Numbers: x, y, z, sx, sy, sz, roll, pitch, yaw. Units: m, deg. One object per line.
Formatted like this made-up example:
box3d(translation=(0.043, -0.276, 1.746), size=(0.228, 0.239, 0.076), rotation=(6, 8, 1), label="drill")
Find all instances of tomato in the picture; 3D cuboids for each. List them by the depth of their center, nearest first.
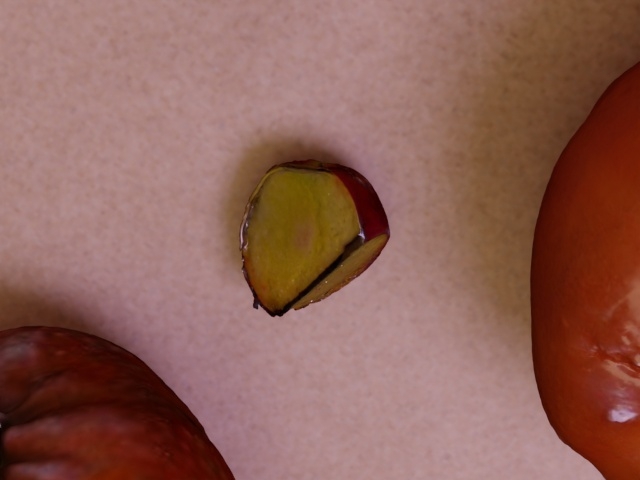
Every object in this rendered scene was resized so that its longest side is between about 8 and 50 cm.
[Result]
box3d(translation=(0.214, 0.015, 0.916), size=(0.259, 0.180, 0.260), rotation=(3, 110, 9), label="tomato")

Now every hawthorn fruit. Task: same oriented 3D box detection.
box3d(translation=(-0.142, 0.187, 1.018), size=(0.241, 0.242, 0.272), rotation=(-7, 137, 11), label="hawthorn fruit")

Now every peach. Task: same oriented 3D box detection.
box3d(translation=(0.000, 0.000, 1.009), size=(0.077, 0.050, 0.083), rotation=(12, 104, 28), label="peach")
